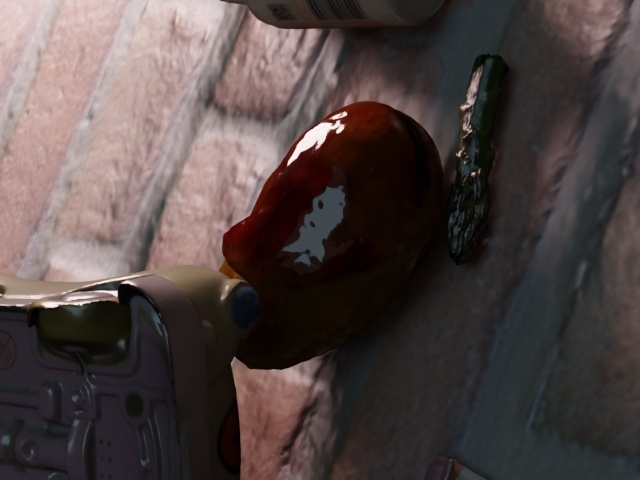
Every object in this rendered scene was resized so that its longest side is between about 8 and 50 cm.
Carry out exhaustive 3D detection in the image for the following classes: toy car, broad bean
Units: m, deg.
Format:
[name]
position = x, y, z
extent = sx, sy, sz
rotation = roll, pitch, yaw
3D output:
[toy car]
position = -0.176, 0.140, 1.060
extent = 0.336, 0.226, 0.242
rotation = -1, 93, 34
[broad bean]
position = -0.003, -0.002, 1.041
extent = 0.228, 0.122, 0.156
rotation = -45, 53, 14

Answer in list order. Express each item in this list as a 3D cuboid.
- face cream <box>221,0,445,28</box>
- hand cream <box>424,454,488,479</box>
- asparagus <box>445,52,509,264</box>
[face cream]
position = -0.015, -0.227, 1.151
extent = 0.252, 0.101, 0.101
rotation = 7, 78, 42
[hand cream]
position = 0.165, 0.242, 0.846
extent = 0.341, 0.078, 0.124
rotation = 18, 87, 47
[asparagus]
position = 0.116, -0.060, 1.023
extent = 0.036, 0.030, 0.165
rotation = 0, 73, 30
